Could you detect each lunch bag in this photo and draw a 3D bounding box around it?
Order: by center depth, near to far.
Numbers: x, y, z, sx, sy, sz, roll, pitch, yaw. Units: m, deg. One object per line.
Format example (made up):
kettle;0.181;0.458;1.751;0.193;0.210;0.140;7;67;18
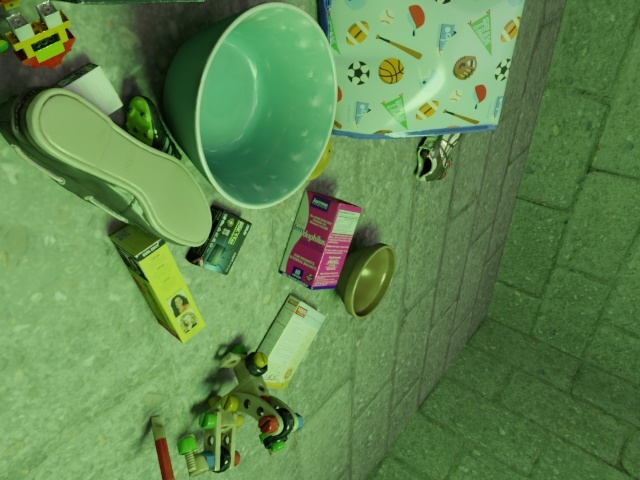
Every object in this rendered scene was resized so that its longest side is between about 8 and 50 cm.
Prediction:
lunch bag;0.189;-0.404;1.003;0.386;0.238;0.327;-9;126;-8

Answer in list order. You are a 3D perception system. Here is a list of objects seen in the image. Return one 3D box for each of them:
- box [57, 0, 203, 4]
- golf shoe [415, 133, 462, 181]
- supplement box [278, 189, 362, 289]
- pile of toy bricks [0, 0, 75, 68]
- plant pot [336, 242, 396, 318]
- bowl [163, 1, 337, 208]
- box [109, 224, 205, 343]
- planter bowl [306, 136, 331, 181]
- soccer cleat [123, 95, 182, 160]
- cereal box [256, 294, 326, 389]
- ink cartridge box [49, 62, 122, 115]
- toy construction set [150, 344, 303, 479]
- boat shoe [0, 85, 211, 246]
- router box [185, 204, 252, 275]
box;-0.245;-0.324;0.529;0.158;0.156;0.093;-31;134;-42
golf shoe;0.381;-0.315;1.506;0.120;0.105;0.272;-22;128;-39
supplement box;0.000;0.000;1.146;0.114;0.111;0.219;6;105;-56
pile of toy bricks;-0.379;-0.197;0.482;0.212;0.118;0.105;-39;180;-22
plant pot;0.121;0.106;1.396;0.237;0.110;0.237;-35;138;-39
bowl;-0.128;-0.224;0.762;0.312;0.163;0.311;-34;137;-39
box;-0.279;0.077;0.816;0.058;0.087;0.232;-42;142;-30
planter bowl;-0.040;-0.192;0.981;0.217;0.090;0.217;-34;136;-39
soccer cleat;-0.257;-0.146;0.732;0.072;0.060;0.178;-47;151;-43
cereal box;-0.090;0.281;1.262;0.240;0.047;0.173;-60;148;-10
ink cartridge box;-0.331;-0.179;0.621;0.115;0.029;0.062;-46;143;-25
toy construction set;-0.221;0.376;1.049;0.309;0.237;0.257;-3;144;-37
boat shoe;-0.278;-0.091;0.652;0.335;0.096;0.112;48;55;-56
router box;-0.199;0.001;0.924;0.092;0.038;0.122;29;86;-59
